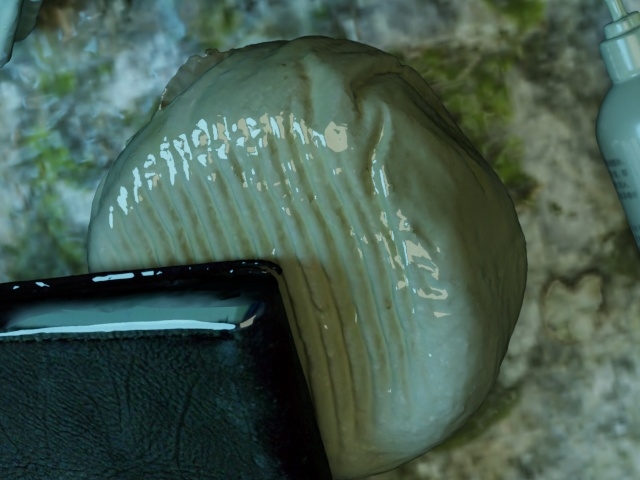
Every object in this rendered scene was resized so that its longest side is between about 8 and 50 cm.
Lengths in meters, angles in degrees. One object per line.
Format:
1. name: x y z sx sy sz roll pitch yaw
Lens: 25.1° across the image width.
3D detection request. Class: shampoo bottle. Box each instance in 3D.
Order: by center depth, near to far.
1. shampoo bottle: 0.146 -0.025 0.580 0.056 0.056 0.195 -23 97 7

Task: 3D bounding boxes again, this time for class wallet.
1. wallet: -0.056 0.157 0.579 0.172 0.045 0.318 -6 116 19

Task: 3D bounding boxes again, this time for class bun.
1. bun: 0.000 0.000 0.564 0.166 0.113 0.173 21 122 6

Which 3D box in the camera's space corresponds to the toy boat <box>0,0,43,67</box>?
1. toy boat: -0.087 -0.125 0.561 0.262 0.114 0.115 -3 132 6
